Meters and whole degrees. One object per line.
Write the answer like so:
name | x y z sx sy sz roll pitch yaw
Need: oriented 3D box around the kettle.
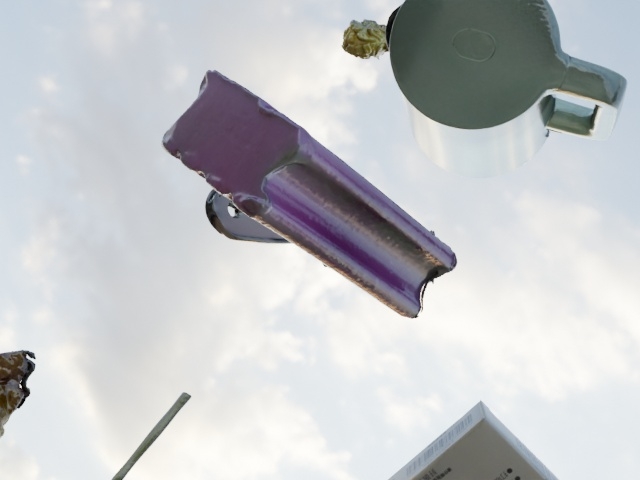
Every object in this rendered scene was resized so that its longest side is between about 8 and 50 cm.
kettle | 0.218 -0.183 1.390 0.265 0.205 0.318 49 2 12

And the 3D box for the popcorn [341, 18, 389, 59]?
popcorn | 0.071 -0.302 1.670 0.083 0.082 0.057 19 -71 23

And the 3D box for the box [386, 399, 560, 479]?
box | 0.135 0.383 1.335 0.353 0.069 0.214 -42 -80 13

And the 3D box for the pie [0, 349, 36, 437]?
pie | -0.244 0.147 0.688 0.088 0.191 0.033 16 -32 -6

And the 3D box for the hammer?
hammer | -0.241 0.279 1.483 0.062 0.199 0.013 3 -44 51

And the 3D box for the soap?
soap | -0.004 -0.028 0.765 0.122 0.065 0.203 37 1 41

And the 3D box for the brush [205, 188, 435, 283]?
brush | -0.001 0.002 1.150 0.067 0.312 0.072 -23 -116 44
